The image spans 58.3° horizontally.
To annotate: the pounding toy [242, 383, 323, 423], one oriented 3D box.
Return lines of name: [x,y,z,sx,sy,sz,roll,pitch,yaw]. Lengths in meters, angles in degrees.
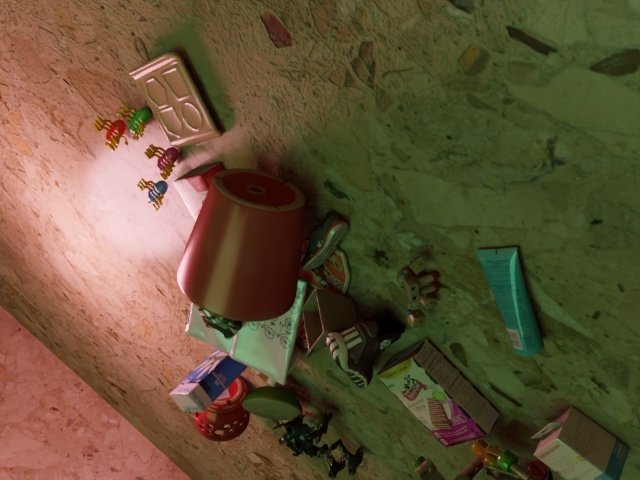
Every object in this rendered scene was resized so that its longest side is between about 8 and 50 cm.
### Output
pounding toy: [-0.119,0.477,1.761,0.183,0.110,0.237,-24,134,40]

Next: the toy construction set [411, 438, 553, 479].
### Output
toy construction set: [0.341,0.514,1.220,0.237,0.309,0.257,32,98,43]

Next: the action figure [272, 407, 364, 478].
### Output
action figure: [-0.011,0.572,1.665,0.164,0.141,0.276,-35,113,32]

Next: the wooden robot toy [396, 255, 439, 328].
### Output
wooden robot toy: [0.189,0.088,1.156,0.079,0.076,0.173,-123,17,-56]

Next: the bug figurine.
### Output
bug figurine: [-0.453,-0.224,1.469,0.216,0.072,0.279,-32,94,45]

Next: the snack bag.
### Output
snack bag: [-0.205,0.177,1.481,0.342,0.037,0.323,23,117,21]

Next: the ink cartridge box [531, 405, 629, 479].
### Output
ink cartridge box: [0.489,0.397,1.097,0.143,0.090,0.092,37,141,15]

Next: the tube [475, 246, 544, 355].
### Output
tube: [0.343,0.107,1.024,0.080,0.052,0.207,-9,110,42]

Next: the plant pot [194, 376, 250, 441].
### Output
plant pot: [-0.329,0.550,1.939,0.191,0.191,0.174,29,130,22]

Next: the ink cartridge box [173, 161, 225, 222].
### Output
ink cartridge box: [-0.261,-0.091,1.401,0.127,0.072,0.175,-5,118,45]

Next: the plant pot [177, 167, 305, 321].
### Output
plant pot: [-0.155,-0.005,1.222,0.275,0.275,0.243,29,119,23]

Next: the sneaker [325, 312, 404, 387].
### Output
sneaker: [0.125,0.247,1.312,0.106,0.162,0.281,62,-177,26]

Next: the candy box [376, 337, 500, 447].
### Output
candy box: [0.259,0.346,1.287,0.233,0.071,0.159,46,143,3]

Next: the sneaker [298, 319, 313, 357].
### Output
sneaker: [-0.039,0.256,1.517,0.067,0.042,0.118,30,131,15]

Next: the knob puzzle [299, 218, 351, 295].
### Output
knob puzzle: [-0.008,0.059,1.326,0.213,0.030,0.213,25,137,26]

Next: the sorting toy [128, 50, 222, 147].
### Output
sorting toy: [-0.325,-0.315,1.303,0.193,0.038,0.208,-3,125,45]

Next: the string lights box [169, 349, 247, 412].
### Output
string lights box: [-0.312,0.398,1.723,0.133,0.260,0.077,-19,109,49]

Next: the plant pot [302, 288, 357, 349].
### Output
plant pot: [0.025,0.182,1.329,0.109,0.096,0.109,120,145,-52]

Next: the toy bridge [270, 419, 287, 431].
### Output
toy bridge: [-0.119,0.612,1.916,0.188,0.026,0.063,14,134,35]

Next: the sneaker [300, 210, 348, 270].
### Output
sneaker: [0.000,0.000,1.238,0.065,0.061,0.158,53,122,25]

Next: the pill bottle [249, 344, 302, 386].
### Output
pill bottle: [-0.175,0.288,1.601,0.229,0.131,0.131,37,141,14]

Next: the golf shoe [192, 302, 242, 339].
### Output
golf shoe: [-0.287,0.177,1.464,0.198,0.077,0.094,37,122,17]
